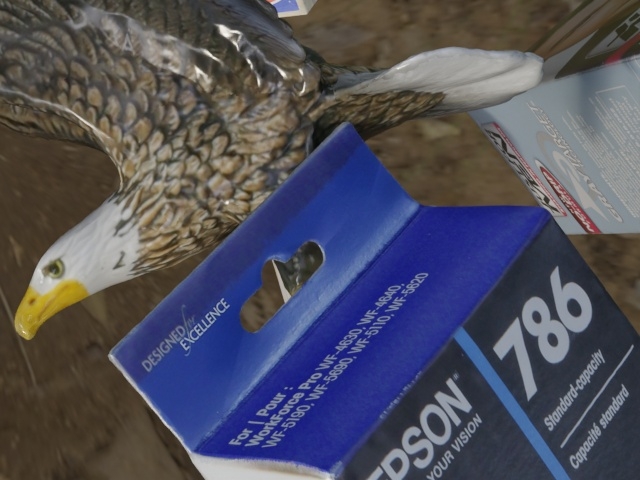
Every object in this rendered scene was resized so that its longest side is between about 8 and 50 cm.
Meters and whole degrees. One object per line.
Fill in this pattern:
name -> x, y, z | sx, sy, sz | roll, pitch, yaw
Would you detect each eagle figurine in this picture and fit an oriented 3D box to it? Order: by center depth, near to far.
eagle figurine -> -0.076, -0.054, 0.861 | 0.298, 0.226, 0.225 | 44, 47, 13

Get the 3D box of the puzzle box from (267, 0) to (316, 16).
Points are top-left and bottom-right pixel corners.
puzzle box -> -0.218, -0.258, 1.285 | 0.409, 0.052, 0.272 | -3, 126, 28

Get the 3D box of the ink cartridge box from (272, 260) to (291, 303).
ink cartridge box -> 0.000, 0.000, 1.214 | 0.067, 0.198, 0.115 | -15, 138, -2

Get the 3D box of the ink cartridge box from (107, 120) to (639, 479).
ink cartridge box -> 0.084, 0.115, 0.707 | 0.332, 0.065, 0.165 | 51, 49, -10

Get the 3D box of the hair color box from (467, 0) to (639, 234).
hair color box -> 0.222, -0.103, 1.071 | 0.185, 0.374, 0.113 | -40, 95, -7
